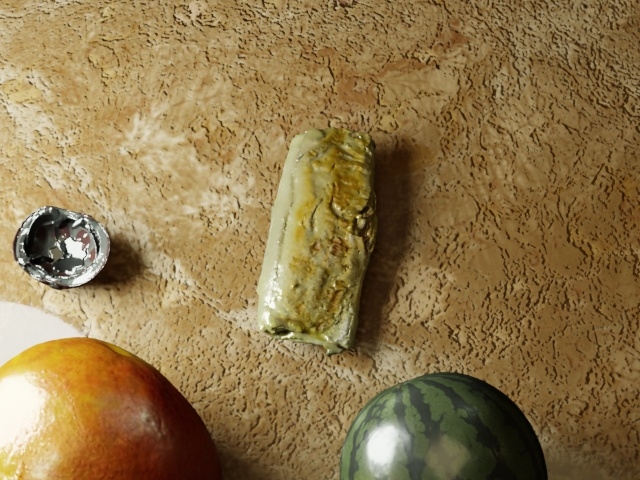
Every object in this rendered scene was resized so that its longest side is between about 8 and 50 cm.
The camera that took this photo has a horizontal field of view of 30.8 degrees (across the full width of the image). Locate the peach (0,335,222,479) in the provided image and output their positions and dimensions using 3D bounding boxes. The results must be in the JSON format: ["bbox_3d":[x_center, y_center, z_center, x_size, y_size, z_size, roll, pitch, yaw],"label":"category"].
[{"bbox_3d":[-0.243,0.237,1.184,0.281,0.238,0.281,21,38,-18],"label":"peach"}]

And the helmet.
[{"bbox_3d":[-0.305,0.015,1.397,0.123,0.070,0.098,21,74,9],"label":"helmet"}]

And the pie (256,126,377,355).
[{"bbox_3d":[0.000,0.000,1.365,0.128,0.068,0.282,9,65,-1],"label":"pie"}]

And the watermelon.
[{"bbox_3d":[0.124,0.238,1.156,0.212,0.212,0.212,-3,63,6],"label":"watermelon"}]
